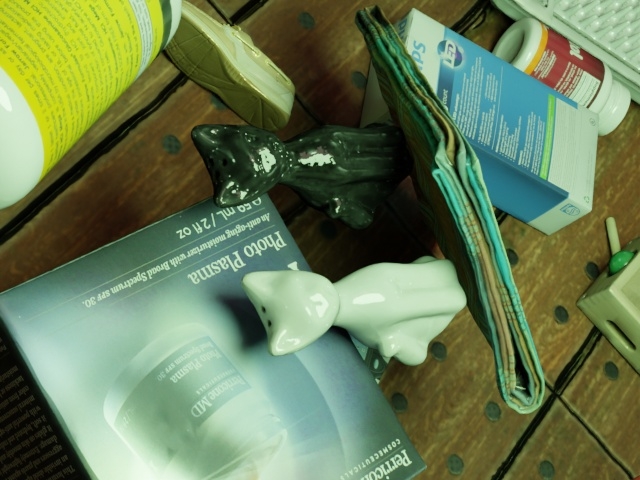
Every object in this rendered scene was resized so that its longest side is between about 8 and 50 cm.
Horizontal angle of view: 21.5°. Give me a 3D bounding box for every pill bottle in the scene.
[{"bbox_3d":[0.271,-0.180,1.894,0.152,0.086,0.086,28,54,-23],"label":"pill bottle"},{"bbox_3d":[-0.274,-0.145,1.409,0.188,0.188,0.334,44,49,-10],"label":"pill bottle"}]

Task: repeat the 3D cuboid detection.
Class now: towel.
[{"bbox_3d":[0.111,-0.039,1.534,0.370,0.040,0.271,-112,-178,-61],"label":"towel"}]

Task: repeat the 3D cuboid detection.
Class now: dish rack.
[{"bbox_3d":[0.331,-0.309,2.012,0.333,0.072,0.285,29,53,-21],"label":"dish rack"}]

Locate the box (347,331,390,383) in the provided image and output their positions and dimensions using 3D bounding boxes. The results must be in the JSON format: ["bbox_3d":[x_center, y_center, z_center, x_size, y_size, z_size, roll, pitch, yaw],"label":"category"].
[{"bbox_3d":[0.018,0.118,1.597,0.081,0.028,0.136,39,49,-14],"label":"box"}]

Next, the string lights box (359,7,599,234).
[{"bbox_3d":[0.174,-0.125,1.801,0.260,0.077,0.133,27,54,-23],"label":"string lights box"}]

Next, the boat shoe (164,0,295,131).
[{"bbox_3d":[-0.091,-0.179,1.649,0.170,0.063,0.059,44,46,-22],"label":"boat shoe"}]

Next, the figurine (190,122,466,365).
[{"bbox_3d":[0.000,0.000,1.376,0.209,0.092,0.214,1,62,-47],"label":"figurine"}]

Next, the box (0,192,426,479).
[{"bbox_3d":[-0.120,0.146,1.382,0.296,0.183,0.294,-28,87,-41],"label":"box"}]

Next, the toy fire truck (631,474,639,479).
[{"bbox_3d":[0.319,0.404,1.572,0.254,0.169,0.302,34,78,14],"label":"toy fire truck"}]

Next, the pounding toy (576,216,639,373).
[{"bbox_3d":[0.352,0.052,1.842,0.141,0.100,0.130,47,63,-4],"label":"pounding toy"}]
